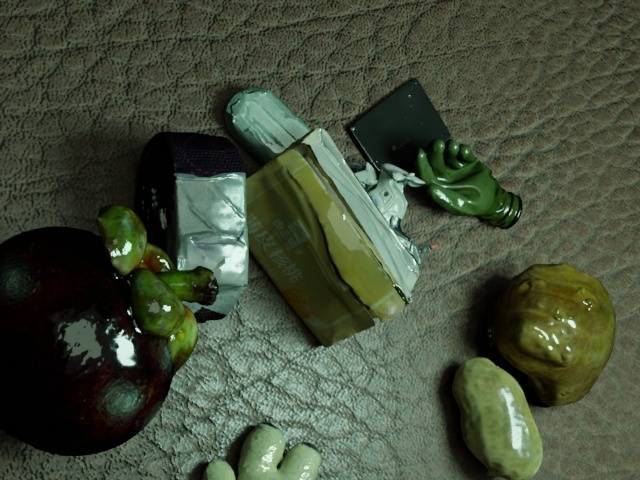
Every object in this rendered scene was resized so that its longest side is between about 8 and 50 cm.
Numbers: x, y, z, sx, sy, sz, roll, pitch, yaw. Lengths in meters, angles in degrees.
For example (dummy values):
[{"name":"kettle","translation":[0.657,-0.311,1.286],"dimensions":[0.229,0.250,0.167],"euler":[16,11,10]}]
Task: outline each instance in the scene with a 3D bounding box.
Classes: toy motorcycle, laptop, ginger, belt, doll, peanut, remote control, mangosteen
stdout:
[{"name":"toy motorcycle","translation":[0.121,-0.039,1.832],"dimensions":[0.150,0.102,0.221],"euler":[-16,88,-3]},{"name":"laptop","translation":[0.148,-0.197,1.928],"dimensions":[0.197,0.016,0.135],"euler":[-39,100,-30]},{"name":"ginger","translation":[0.432,0.167,1.894],"dimensions":[0.269,0.223,0.200],"euler":[40,60,-14]},{"name":"belt","translation":[-0.185,-0.019,1.608],"dimensions":[0.164,0.184,0.289],"euler":[2,83,-32]},{"name":"doll","translation":[-0.094,0.420,1.613],"dimensions":[0.278,0.175,0.149],"euler":[-61,147,-34]},{"name":"peanut","translation":[0.305,0.312,1.844],"dimensions":[0.129,0.129,0.224],"euler":[-11,75,-31]},{"name":"remote control","translation":[-0.055,-0.158,1.779],"dimensions":[0.247,0.052,0.104],"euler":[42,72,-11]},{"name":"mangosteen","translation":[-0.326,0.123,1.421],"dimensions":[0.330,0.330,0.330],"euler":[7,76,-28]}]

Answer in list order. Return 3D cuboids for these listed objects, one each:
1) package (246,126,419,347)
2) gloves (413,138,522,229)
[{"name":"package","translation":[0.006,0.001,1.684],"dimensions":[0.221,0.165,0.311],"euler":[-34,98,0]},{"name":"gloves","translation":[0.260,-0.102,1.919],"dimensions":[0.268,0.107,0.135],"euler":[35,58,-38]}]
